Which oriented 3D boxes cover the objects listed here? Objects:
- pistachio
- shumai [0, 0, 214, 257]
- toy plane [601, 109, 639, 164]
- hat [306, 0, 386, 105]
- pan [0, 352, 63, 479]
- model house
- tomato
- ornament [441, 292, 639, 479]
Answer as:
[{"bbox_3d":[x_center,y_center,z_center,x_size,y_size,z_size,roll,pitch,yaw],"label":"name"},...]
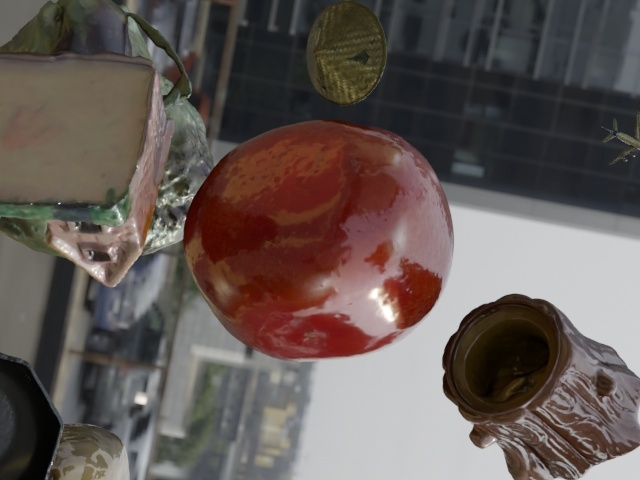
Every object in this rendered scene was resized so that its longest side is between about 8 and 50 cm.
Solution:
[{"bbox_3d":[-0.283,0.270,1.576,0.129,0.131,0.206,-40,161,15],"label":"pistachio"},{"bbox_3d":[-0.333,-0.193,2.020,0.395,0.395,0.348,-80,-179,-48],"label":"shumai"},{"bbox_3d":[0.403,-0.130,1.846,0.024,0.084,0.077,14,105,-48],"label":"toy plane"},{"bbox_3d":[0.013,-0.257,1.934,0.067,0.146,0.146,-5,110,-48],"label":"hat"},{"bbox_3d":[-0.244,0.101,1.019,0.048,0.128,0.201,-149,-103,-71],"label":"pan"},{"bbox_3d":[-0.293,-0.071,1.614,0.237,0.237,0.202,83,9,-63],"label":"model house"},{"bbox_3d":[0.000,0.000,1.759,0.293,0.325,0.289,71,16,-54],"label":"tomato"},{"bbox_3d":[0.273,0.190,1.832,0.221,0.235,0.217,-49,138,1],"label":"ornament"}]
